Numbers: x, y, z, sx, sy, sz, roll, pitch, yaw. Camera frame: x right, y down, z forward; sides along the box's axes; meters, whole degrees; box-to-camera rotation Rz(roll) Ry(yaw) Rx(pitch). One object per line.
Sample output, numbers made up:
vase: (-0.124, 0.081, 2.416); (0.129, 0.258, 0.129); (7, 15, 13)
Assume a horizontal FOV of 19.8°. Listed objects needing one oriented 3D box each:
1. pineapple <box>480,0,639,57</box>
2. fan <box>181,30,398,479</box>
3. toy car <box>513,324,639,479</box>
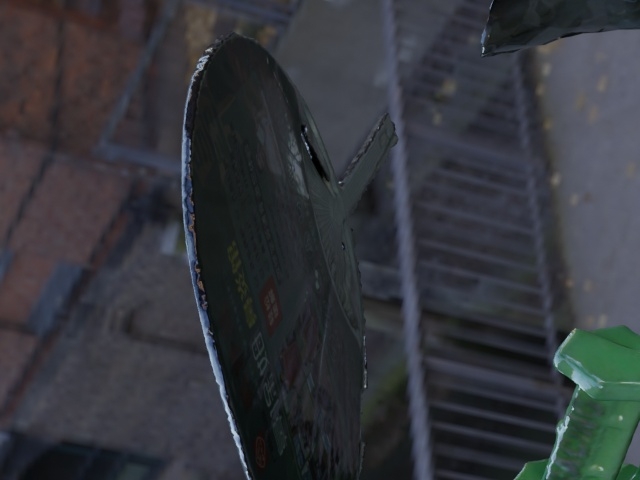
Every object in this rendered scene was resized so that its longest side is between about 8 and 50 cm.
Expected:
pineapple: (0.133, -0.030, 0.281); (0.119, 0.237, 0.111); (-67, -23, 5)
fan: (0.000, 0.031, 0.801); (0.294, 0.012, 0.223); (17, -114, -71)
toy car: (0.298, 0.138, 0.947); (0.176, 0.358, 0.213); (-45, -20, -36)
